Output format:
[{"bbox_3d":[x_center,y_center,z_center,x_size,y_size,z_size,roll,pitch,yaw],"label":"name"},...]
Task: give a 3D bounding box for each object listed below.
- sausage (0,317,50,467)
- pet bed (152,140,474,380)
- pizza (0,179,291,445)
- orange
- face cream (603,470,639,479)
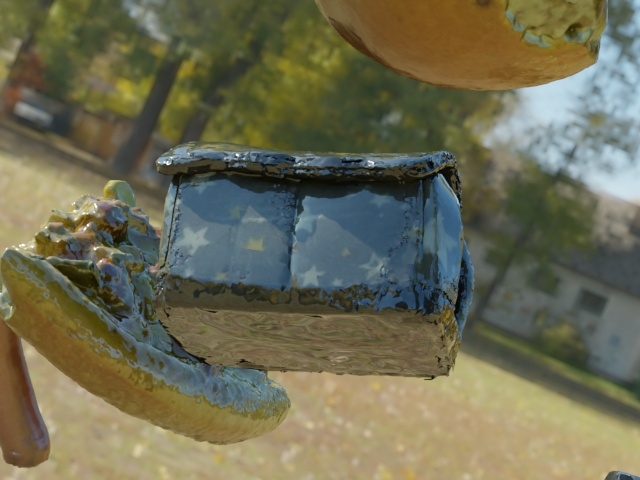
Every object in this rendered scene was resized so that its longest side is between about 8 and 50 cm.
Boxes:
[{"bbox_3d":[-0.253,0.106,1.364,0.047,0.176,0.040,6,23,36],"label":"sausage"},{"bbox_3d":[0.000,0.000,1.167,0.211,0.159,0.183,1,-20,12],"label":"pet bed"},{"bbox_3d":[-0.133,0.082,1.333,0.268,0.087,0.258,50,18,-6],"label":"pizza"},{"bbox_3d":[0.044,-0.122,0.641,0.170,0.112,0.160,36,28,-61],"label":"orange"},{"bbox_3d":[0.160,0.290,1.118,0.073,0.283,0.073,30,-16,9],"label":"face cream"}]
